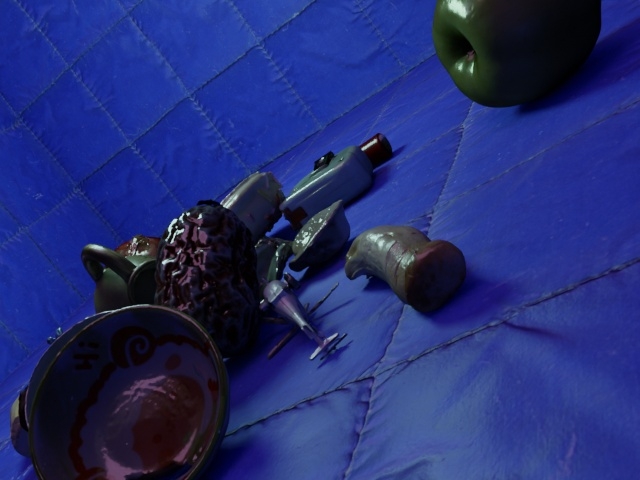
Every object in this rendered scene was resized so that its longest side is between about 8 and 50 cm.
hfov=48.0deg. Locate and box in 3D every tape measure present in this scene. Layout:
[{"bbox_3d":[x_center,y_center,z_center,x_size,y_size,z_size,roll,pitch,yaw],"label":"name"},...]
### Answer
[{"bbox_3d":[0.019,-0.153,1.958,0.243,0.125,0.246,-32,15,19],"label":"tape measure"}]

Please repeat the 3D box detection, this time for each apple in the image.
[{"bbox_3d":[0.424,-0.474,1.557,0.357,0.357,0.357,-35,14,10],"label":"apple"}]

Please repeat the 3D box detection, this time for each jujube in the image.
[{"bbox_3d":[-0.223,0.082,1.425,0.226,0.226,0.317,-28,54,33],"label":"jujube"}]

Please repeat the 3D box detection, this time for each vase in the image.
[{"bbox_3d":[-0.491,0.122,1.895,0.302,0.329,0.241,-17,37,56],"label":"vase"}]

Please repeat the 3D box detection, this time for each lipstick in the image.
[{"bbox_3d":[0.096,-0.223,2.094,0.241,0.080,0.080,-30,15,27],"label":"lipstick"}]

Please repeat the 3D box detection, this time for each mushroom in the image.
[{"bbox_3d":[0.124,0.034,1.153,0.123,0.095,0.351,-57,14,-5],"label":"mushroom"}]

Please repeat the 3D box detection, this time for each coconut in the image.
[{"bbox_3d":[-0.649,0.418,1.675,0.147,0.147,0.152,-38,26,-5],"label":"coconut"}]

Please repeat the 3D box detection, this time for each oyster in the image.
[{"bbox_3d":[-0.150,0.103,1.557,0.199,0.087,0.252,-24,40,17],"label":"oyster"}]

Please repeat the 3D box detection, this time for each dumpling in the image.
[{"bbox_3d":[-0.001,0.000,1.563,0.176,0.092,0.150,-32,12,26],"label":"dumpling"}]

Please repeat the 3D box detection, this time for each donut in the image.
[{"bbox_3d":[-0.235,-0.027,2.021,0.382,0.142,0.382,-49,1,2],"label":"donut"}]

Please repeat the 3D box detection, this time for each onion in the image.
[{"bbox_3d":[-0.564,0.106,2.308,0.276,0.276,0.276,-35,14,10],"label":"onion"}]

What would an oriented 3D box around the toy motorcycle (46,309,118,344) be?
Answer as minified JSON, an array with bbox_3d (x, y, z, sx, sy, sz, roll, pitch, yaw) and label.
[{"bbox_3d":[-0.533,0.243,1.693,0.182,0.124,0.272,-30,-5,0],"label":"toy motorcycle"}]

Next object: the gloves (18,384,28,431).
[{"bbox_3d":[-0.531,0.360,1.553,0.301,0.197,0.152,-8,-65,-71],"label":"gloves"}]

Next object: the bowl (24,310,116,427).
[{"bbox_3d":[-0.362,0.282,1.289,0.287,0.144,0.287,-6,57,9],"label":"bowl"}]

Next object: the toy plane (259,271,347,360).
[{"bbox_3d":[-0.054,0.132,1.247,0.182,0.107,0.273,-39,17,13],"label":"toy plane"}]

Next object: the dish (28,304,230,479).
[{"bbox_3d":[-0.275,0.272,1.117,0.324,0.124,0.324,-7,61,13],"label":"dish"}]
